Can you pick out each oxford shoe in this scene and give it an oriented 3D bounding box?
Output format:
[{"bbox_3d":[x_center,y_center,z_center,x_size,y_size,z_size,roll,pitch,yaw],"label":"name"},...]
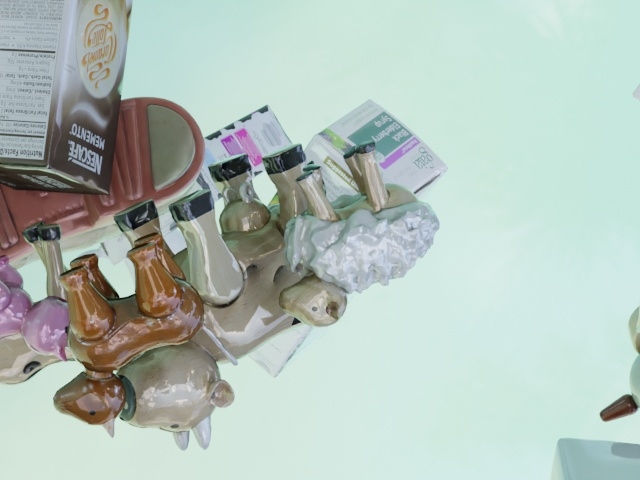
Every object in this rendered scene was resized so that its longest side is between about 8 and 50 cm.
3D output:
[{"bbox_3d":[-0.301,-0.020,1.525,0.146,0.397,0.140,107,-30,-73],"label":"oxford shoe"}]

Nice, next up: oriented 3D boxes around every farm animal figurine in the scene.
[{"bbox_3d":[-0.108,0.056,1.171,0.327,0.330,0.172,-25,103,-23],"label":"farm animal figurine"}]

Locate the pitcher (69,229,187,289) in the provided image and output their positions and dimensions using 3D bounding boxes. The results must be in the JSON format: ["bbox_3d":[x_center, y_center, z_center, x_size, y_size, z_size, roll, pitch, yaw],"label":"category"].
[{"bbox_3d":[-0.202,0.062,2.038,0.178,0.207,0.125,-38,-171,18],"label":"pitcher"}]

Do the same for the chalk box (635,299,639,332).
[{"bbox_3d":[0.381,0.022,1.335,0.132,0.213,0.132,51,43,-85],"label":"chalk box"}]

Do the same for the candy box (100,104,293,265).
[{"bbox_3d":[-0.145,-0.067,1.823,0.071,0.159,0.233,57,26,-4],"label":"candy box"}]

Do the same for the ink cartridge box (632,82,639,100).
[{"bbox_3d":[0.298,-0.137,1.306,0.083,0.048,0.028,-54,158,4],"label":"ink cartridge box"}]

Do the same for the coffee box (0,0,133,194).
[{"bbox_3d":[-0.237,-0.172,1.403,0.141,0.098,0.246,27,69,-73],"label":"coffee box"}]

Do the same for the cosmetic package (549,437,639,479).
[{"bbox_3d":[0.391,0.466,1.697,0.329,0.327,0.393,-79,175,-71],"label":"cosmetic package"}]

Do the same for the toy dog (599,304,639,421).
[{"bbox_3d":[0.479,0.226,1.987,0.161,0.334,0.220,-42,-170,29],"label":"toy dog"}]

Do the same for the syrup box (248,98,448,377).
[{"bbox_3d":[0.000,0.000,1.379,0.093,0.096,0.237,-38,166,-51],"label":"syrup box"}]
